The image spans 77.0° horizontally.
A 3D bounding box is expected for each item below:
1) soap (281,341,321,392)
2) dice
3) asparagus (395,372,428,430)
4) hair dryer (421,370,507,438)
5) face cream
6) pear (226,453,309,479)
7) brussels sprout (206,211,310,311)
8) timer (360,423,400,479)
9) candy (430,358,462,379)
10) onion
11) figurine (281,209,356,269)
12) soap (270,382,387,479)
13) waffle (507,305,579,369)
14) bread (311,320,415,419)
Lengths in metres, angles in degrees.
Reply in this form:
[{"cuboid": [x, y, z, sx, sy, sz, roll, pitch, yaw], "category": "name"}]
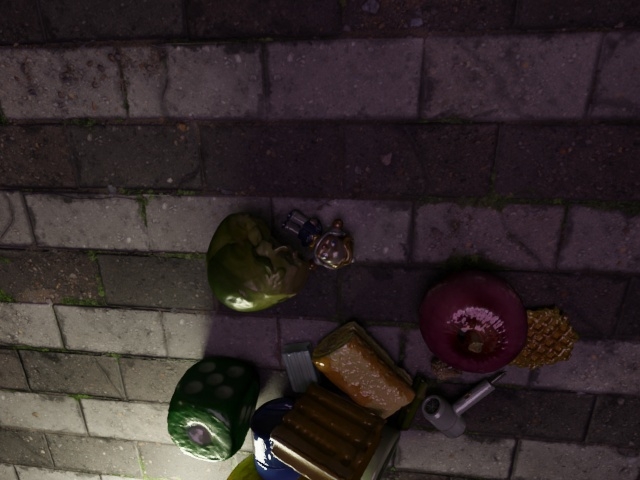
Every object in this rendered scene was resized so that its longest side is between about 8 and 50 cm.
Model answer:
[{"cuboid": [-0.076, 0.520, 1.643, 0.118, 0.066, 0.198, -10, 109, 12], "category": "soap"}, {"cuboid": [-0.422, 0.673, 1.629, 0.286, 0.300, 0.298, 9, 113, 8], "category": "dice"}, {"cuboid": [0.376, 0.660, 1.639, 0.067, 0.060, 0.278, 24, 112, 15], "category": "asparagus"}, {"cuboid": [0.579, 0.612, 1.576, 0.357, 0.108, 0.173, -42, 115, 7], "category": "hair dryer"}, {"cuboid": [-0.162, 0.820, 1.669, 0.248, 0.249, 0.225, -2, 109, 9], "category": "face cream"}, {"cuboid": [-0.242, 1.105, 1.730, 0.418, 0.362, 0.363, -24, 105, 17], "category": "pear"}, {"cuboid": [-0.224, 0.086, 1.375, 0.371, 0.275, 0.315, 28, 99, 28], "category": "brussels sprout"}, {"cuboid": [0.128, 0.839, 1.658, 0.315, 0.290, 0.291, 23, 114, 24], "category": "timer"}, {"cuboid": [0.483, 0.485, 1.546, 0.095, 0.085, 0.110, 42, 120, -15], "category": "candy"}, {"cuboid": [0.501, 0.293, 1.359, 0.358, 0.345, 0.359, 23, 139, 21], "category": "onion"}, {"cuboid": [-0.008, 0.007, 1.420, 0.274, 0.133, 0.194, 12, 95, 13], "category": "figurine"}, {"cuboid": [0.030, 0.715, 1.463, 0.334, 0.293, 0.156, 18, 126, 24], "category": "soap"}, {"cuboid": [0.790, 0.359, 1.472, 0.290, 0.051, 0.292, 3, 112, 8], "category": "waffle"}, {"cuboid": [0.163, 0.515, 1.556, 0.236, 0.165, 0.375, -41, 102, 22], "category": "bread"}]
